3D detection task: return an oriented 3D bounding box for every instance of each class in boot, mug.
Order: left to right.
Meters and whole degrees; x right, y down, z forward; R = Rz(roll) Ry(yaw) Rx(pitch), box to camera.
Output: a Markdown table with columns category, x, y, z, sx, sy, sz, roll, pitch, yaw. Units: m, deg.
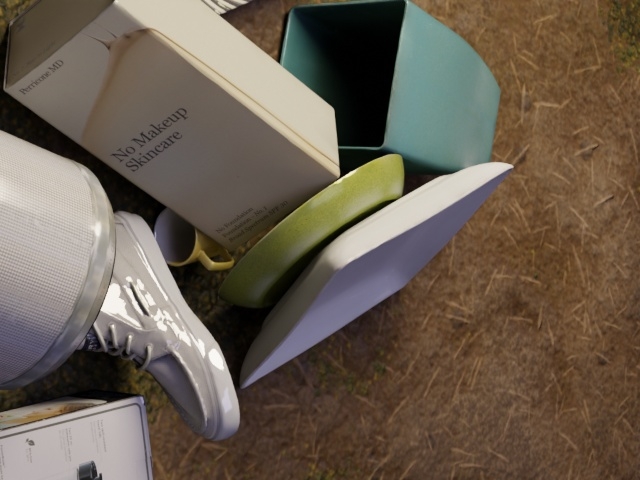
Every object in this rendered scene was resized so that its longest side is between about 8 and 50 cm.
| category | x | y | z | sx | sy | sz | roll | pitch | yaw |
| --- | --- | --- | --- | --- | --- | --- | --- | --- | --- |
| boot | -0.187 | 0.096 | 1.748 | 0.123 | 0.095 | 0.258 | -18 | 67 | -34 |
| mug | -0.128 | 0.002 | 1.867 | 0.064 | 0.062 | 0.078 | -3 | 73 | -51 |

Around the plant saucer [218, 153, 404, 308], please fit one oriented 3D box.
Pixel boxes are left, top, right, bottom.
| category | x | y | z | sx | sy | sz | roll | pitch | yaw |
| --- | --- | --- | --- | --- | --- | --- | --- | --- | --- |
| plant saucer | 0.000 | 0.000 | 1.875 | 0.241 | 0.241 | 0.037 | -29 | 76 | -39 |

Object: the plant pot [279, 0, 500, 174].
| category | x | y | z | sx | sy | sz | roll | pitch | yaw |
| --- | --- | --- | --- | --- | --- | --- | --- | --- | --- |
| plant pot | 0.088 | -0.153 | 2.004 | 0.234 | 0.165 | 0.165 | 18 | 78 | -49 |

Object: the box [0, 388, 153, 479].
| category | x | y | z | sx | sy | sz | roll | pitch | yaw |
| --- | --- | --- | --- | --- | --- | --- | --- | --- | --- |
| box | -0.294 | 0.251 | 1.696 | 0.290 | 0.087 | 0.169 | -12 | 98 | -41 |

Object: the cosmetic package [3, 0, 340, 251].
| category | x | y | z | sx | sy | sz | roll | pitch | yaw |
| --- | --- | --- | --- | --- | --- | --- | --- | --- | --- |
| cosmetic package | -0.141 | -0.138 | 1.761 | 0.309 | 0.160 | 0.113 | 35 | 33 | -34 |

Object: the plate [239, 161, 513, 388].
| category | x | y | z | sx | sy | sz | roll | pitch | yaw |
| --- | --- | --- | --- | --- | --- | --- | --- | --- | --- |
| plate | 0.049 | 0.026 | 1.923 | 0.277 | 0.278 | 0.045 | -29 | 76 | -38 |

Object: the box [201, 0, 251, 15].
| category | x | y | z | sx | sy | sz | roll | pitch | yaw |
| --- | --- | --- | --- | --- | --- | --- | --- | --- | --- |
| box | -0.093 | -0.303 | 1.874 | 0.275 | 0.094 | 0.113 | -31 | 109 | -38 |

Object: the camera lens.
| category | x | y | z | sx | sy | sz | roll | pitch | yaw |
| --- | --- | --- | --- | --- | --- | --- | --- | --- | --- |
| camera lens | -0.334 | -0.002 | 1.569 | 0.274 | 0.219 | 0.219 | 24 | 74 | -40 |
